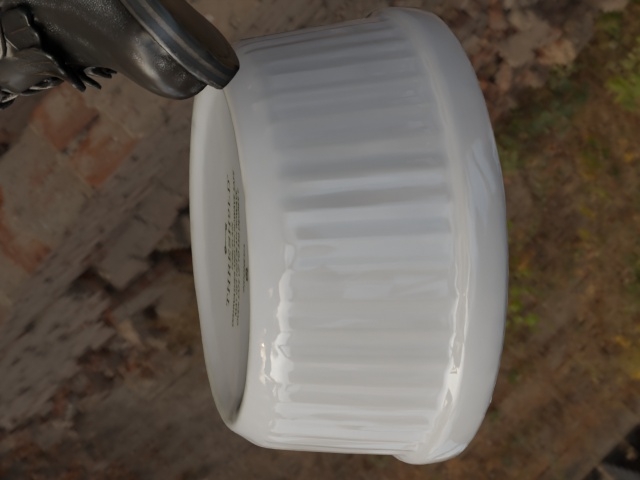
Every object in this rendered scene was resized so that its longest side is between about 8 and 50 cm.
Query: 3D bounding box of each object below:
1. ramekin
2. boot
[{"bbox_3d":[0.000,0.000,0.662,0.127,0.272,0.273,-4,141,-15],"label":"ramekin"},{"bbox_3d":[-0.178,-0.049,0.515,0.229,0.263,0.091,-58,144,-1],"label":"boot"}]
